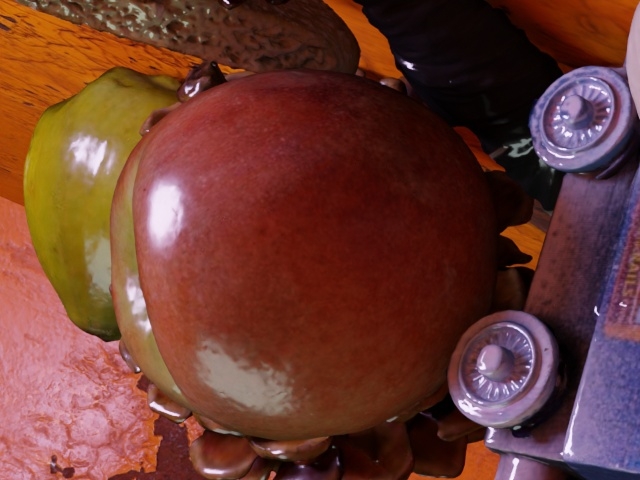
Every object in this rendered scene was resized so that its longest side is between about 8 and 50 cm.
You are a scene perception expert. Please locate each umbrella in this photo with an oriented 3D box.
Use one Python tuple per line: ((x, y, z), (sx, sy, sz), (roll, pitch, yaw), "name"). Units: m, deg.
((0.139, -0.096, 1.161), (0.113, 0.106, 0.358), (0, 149, 47), "umbrella")

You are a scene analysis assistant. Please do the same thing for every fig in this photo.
((-0.184, -0.032, 1.740), (0.239, 0.271, 0.239), (17, -177, -1), "fig")

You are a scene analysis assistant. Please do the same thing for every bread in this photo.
((-0.114, -0.182, 1.160), (0.286, 0.056, 0.207), (13, -155, -30), "bread")

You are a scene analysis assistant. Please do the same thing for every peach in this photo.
((-0.009, 0.008, 1.095), (0.252, 0.252, 0.252), (23, 171, 4), "peach")

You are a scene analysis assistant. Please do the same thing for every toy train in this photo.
((0.202, 0.024, 1.007), (0.202, 0.299, 0.131), (6, 161, 38), "toy train")

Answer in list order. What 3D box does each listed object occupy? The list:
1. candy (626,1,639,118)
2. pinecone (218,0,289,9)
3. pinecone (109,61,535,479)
((0.270, -0.044, 0.776), (0.295, 0.185, 0.295), (21, 176, 2), "candy")
((-0.041, -0.186, 1.057), (0.109, 0.102, 0.102), (0, -171, -41), "pinecone")
((0.000, 0.000, 1.379), (0.384, 0.384, 0.384), (23, 171, 4), "pinecone")
